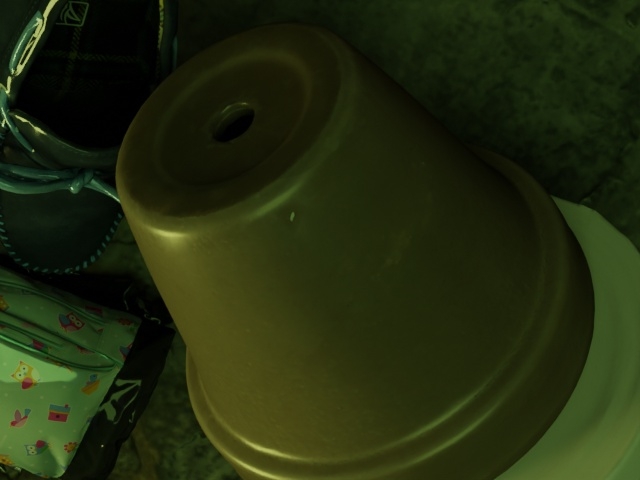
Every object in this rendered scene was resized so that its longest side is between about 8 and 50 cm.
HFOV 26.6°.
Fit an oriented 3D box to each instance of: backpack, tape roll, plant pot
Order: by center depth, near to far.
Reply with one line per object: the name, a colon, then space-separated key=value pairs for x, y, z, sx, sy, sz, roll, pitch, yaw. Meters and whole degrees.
plant pot: x=0.000 y=0.000 z=0.795 sx=0.263 sy=0.263 sz=0.229 roll=-31 pitch=132 yaw=8
tape roll: x=0.097 y=0.107 z=0.880 sx=0.286 sy=0.286 sz=0.100 roll=-30 pitch=134 yaw=7
backpack: x=-0.210 y=0.086 z=0.947 sx=0.182 sy=0.115 sz=0.152 roll=25 pitch=110 yaw=-10

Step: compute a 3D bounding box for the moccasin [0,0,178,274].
moccasin: x=-0.157 y=-0.089 z=0.824 sx=0.137 sy=0.117 sz=0.342 roll=-5 pitch=138 yaw=-17
